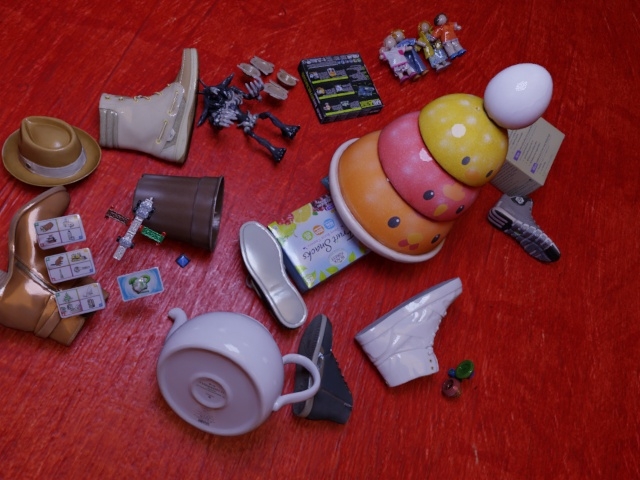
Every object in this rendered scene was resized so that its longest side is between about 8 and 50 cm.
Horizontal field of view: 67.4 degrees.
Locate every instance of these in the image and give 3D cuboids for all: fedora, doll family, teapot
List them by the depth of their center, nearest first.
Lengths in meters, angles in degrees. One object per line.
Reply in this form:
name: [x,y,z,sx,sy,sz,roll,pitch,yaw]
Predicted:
teapot: [-0.168,0.232,0.925,0.256,0.252,0.187,60,25,-14]
fedora: [-0.562,-0.200,0.996,0.194,0.079,0.194,8,53,-10]
doll family: [0.285,-0.564,1.421,0.263,0.118,0.163,-25,86,-6]

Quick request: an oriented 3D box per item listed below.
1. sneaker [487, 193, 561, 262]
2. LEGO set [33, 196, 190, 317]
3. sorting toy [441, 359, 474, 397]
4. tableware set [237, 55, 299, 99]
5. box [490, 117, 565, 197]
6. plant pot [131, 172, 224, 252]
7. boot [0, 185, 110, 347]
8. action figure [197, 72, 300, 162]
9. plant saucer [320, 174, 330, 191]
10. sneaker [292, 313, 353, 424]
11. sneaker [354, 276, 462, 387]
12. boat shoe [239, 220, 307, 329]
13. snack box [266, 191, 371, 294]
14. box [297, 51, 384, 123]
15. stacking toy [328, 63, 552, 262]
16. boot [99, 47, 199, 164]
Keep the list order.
sneaker: [0.585,-0.051,1.330,0.229,0.086,0.132,38,62,0]
LEGO set: [-0.379,0.025,0.907,0.244,0.060,0.182,-15,98,-14]
sorting toy: [0.327,0.327,1.121,0.042,0.061,0.102,43,91,-14]
tableware set: [-0.132,-0.422,1.234,0.141,0.020,0.168,31,37,-5]
box: [0.537,-0.275,1.377,0.243,0.117,0.213,35,64,-4]
plant pot: [-0.298,-0.069,1.016,0.165,0.167,0.167,9,68,-7]
boot: [-0.508,0.047,0.933,0.220,0.109,0.283,32,53,-13]
action figure: [-0.185,-0.311,1.147,0.276,0.141,0.164,31,76,-7]
plant saucer: [0.086,-0.100,1.223,0.067,0.018,0.192,-38,86,-25]
sneaker: [0.014,0.278,1.038,0.118,0.083,0.222,24,61,-25]
sneaker: [0.240,0.218,1.114,0.292,0.108,0.169,-30,83,-15]
boat shoe: [-0.111,0.079,1.059,0.095,0.079,0.254,-29,84,-26]
snack box: [0.000,0.000,1.129,0.207,0.070,0.174,-30,81,-24]
box: [0.055,-0.421,1.316,0.191,0.045,0.184,-17,79,-24]
stacking toy: [0.270,-0.195,1.028,0.350,0.480,0.350,17,54,-25]
boot: [-0.382,-0.319,1.080,0.203,0.095,0.262,10,96,-11]
